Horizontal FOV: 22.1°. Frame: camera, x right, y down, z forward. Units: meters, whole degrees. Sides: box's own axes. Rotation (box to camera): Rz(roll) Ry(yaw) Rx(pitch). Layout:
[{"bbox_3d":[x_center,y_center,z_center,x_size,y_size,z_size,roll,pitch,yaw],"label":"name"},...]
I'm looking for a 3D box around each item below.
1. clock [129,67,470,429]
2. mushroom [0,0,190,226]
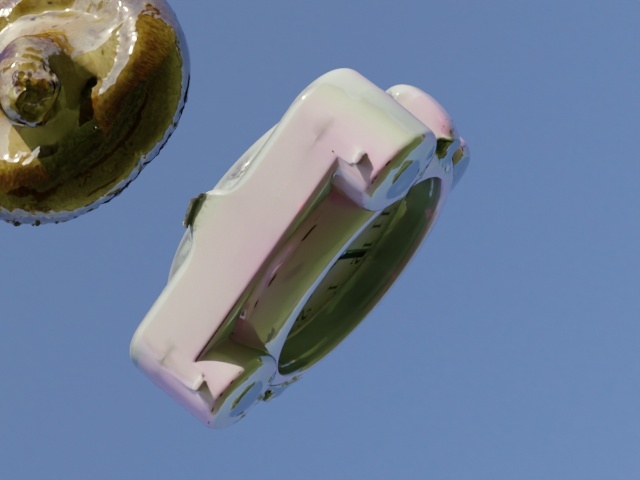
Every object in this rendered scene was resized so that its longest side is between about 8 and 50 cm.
[{"bbox_3d":[0.000,0.000,1.032,0.090,0.248,0.228,39,-76,14],"label":"clock"},{"bbox_3d":[-0.114,-0.063,0.726,0.126,0.109,0.085,-37,-61,-4],"label":"mushroom"}]
